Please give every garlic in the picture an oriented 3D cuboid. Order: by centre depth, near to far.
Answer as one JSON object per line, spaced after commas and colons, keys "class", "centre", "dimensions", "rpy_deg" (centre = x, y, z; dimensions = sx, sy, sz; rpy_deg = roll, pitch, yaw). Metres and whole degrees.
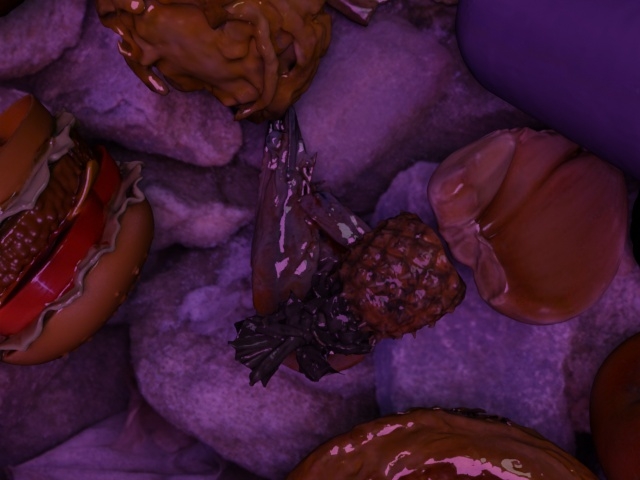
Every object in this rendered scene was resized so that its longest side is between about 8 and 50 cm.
{"class": "garlic", "centre": [0.230, -0.021, 1.015], "dimensions": [0.228, 0.110, 0.217], "rpy_deg": [-30, 95, -23]}

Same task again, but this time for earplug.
{"class": "earplug", "centre": [0.318, -0.159, 0.893], "dimensions": [0.456, 0.215, 0.215], "rpy_deg": [37, 96, 39]}

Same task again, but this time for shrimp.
{"class": "shrimp", "centre": [0.000, 0.000, 1.065], "dimensions": [0.164, 0.062, 0.317], "rpy_deg": [-5, 96, -4]}

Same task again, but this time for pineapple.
{"class": "pineapple", "centre": [0.026, 0.073, 0.993], "dimensions": [0.248, 0.128, 0.128], "rpy_deg": [-31, 91, 0]}

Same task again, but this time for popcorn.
{"class": "popcorn", "centre": [-0.115, -0.239, 0.976], "dimensions": [0.250, 0.250, 0.190], "rpy_deg": [32, 78, 1]}

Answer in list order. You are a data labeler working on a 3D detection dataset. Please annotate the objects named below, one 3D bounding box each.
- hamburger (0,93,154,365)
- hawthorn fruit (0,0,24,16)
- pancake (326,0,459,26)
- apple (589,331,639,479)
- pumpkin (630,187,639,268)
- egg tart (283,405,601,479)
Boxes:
{"class": "hamburger", "centre": [-0.296, 0.004, 0.978], "dimensions": [0.274, 0.274, 0.212], "rpy_deg": [-45, 116, 5]}
{"class": "hawthorn fruit", "centre": [-0.430, -0.408, 0.907], "dimensions": [0.402, 0.403, 0.403], "rpy_deg": [0, 93, 3]}
{"class": "pancake", "centre": [0.083, -0.350, 1.054], "dimensions": [0.235, 0.029, 0.212], "rpy_deg": [-19, 91, 2]}
{"class": "apple", "centre": [0.390, 0.198, 0.950], "dimensions": [0.253, 0.253, 0.254], "rpy_deg": [0, 93, 3]}
{"class": "pumpkin", "centre": [0.422, -0.013, 0.990], "dimensions": [0.194, 0.150, 0.194], "rpy_deg": [0, 94, 2]}
{"class": "egg tart", "centre": [0.130, 0.389, 1.017], "dimensions": [0.443, 0.178, 0.443], "rpy_deg": [0, 92, 5]}
